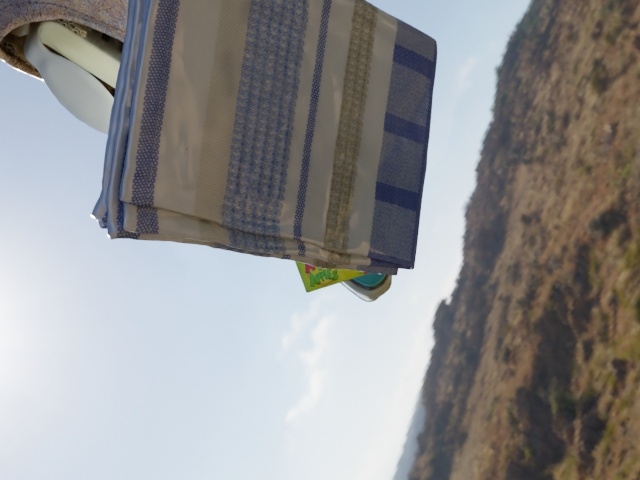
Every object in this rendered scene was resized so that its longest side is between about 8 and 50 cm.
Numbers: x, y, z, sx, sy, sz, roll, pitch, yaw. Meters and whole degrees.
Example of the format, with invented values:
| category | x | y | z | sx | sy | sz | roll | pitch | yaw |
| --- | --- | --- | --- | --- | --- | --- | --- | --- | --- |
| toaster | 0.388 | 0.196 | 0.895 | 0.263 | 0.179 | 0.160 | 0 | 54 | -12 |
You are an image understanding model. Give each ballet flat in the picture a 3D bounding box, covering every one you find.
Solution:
| category | x | y | z | sx | sy | sz | roll | pitch | yaw |
| --- | --- | --- | --- | --- | --- | --- | --- | --- | --- |
| ballet flat | -0.111 | -0.096 | 0.666 | 0.107 | 0.316 | 0.106 | -40 | 32 | 38 |
| ballet flat | 0.000 | 0.000 | 1.245 | 0.086 | 0.248 | 0.086 | -43 | -18 | -17 |

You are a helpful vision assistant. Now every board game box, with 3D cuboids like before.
| category | x | y | z | sx | sy | sz | roll | pitch | yaw |
| --- | --- | --- | --- | --- | --- | --- | --- | --- | --- |
| board game box | 0.043 | 0.007 | 0.980 | 0.181 | 0.092 | 0.043 | -32 | -77 | -72 |

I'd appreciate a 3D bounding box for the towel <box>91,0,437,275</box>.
| category | x | y | z | sx | sy | sz | roll | pitch | yaw |
| --- | --- | --- | --- | --- | --- | --- | --- | --- | --- |
| towel | -0.021 | -0.087 | 0.622 | 0.285 | 0.034 | 0.209 | 10 | -95 | -44 |
